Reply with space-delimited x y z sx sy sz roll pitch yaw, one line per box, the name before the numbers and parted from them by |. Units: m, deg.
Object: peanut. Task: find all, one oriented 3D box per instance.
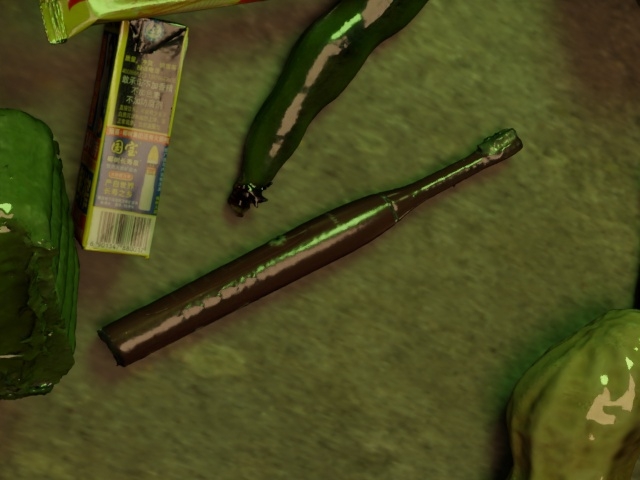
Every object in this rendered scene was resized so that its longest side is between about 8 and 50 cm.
peanut | 0.201 0.181 1.066 0.125 0.111 0.274 19 95 -16

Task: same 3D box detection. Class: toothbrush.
toothbrush | 0.000 0.001 0.999 0.364 0.041 0.041 -27 108 -11

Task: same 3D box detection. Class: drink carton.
drink carton | -0.135 -0.076 0.923 0.056 0.071 0.165 9 99 -23

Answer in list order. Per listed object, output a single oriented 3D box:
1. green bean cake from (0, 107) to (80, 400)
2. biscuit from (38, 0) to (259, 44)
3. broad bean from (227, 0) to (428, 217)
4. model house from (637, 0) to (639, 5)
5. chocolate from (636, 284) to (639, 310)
green bean cake | -0.259 0.017 0.827 0.200 0.113 0.214 -4 143 -5
biscuit | -0.052 -0.181 0.895 0.292 0.026 0.048 -14 90 -23
broad bean | 0.016 -0.146 0.974 0.297 0.043 0.060 -50 123 -2
model house | 0.307 -0.235 1.006 0.219 0.207 0.136 -37 147 -8
chocolate | 0.304 0.019 1.111 0.086 0.028 0.182 -5 104 -25
